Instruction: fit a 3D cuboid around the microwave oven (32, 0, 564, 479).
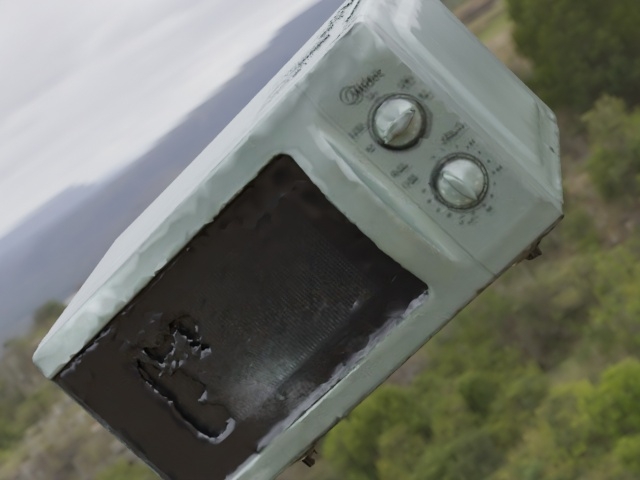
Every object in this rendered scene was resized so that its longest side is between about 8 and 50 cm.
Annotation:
[{"bbox_3d":[0.000,0.000,1.004,0.295,0.181,0.237,-45,8,19],"label":"microwave oven"}]
